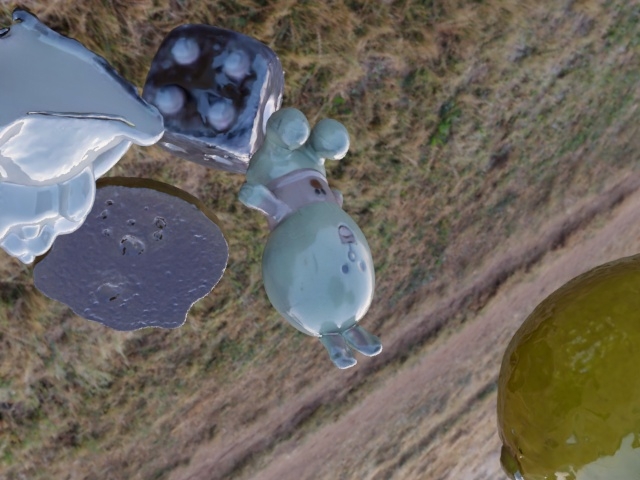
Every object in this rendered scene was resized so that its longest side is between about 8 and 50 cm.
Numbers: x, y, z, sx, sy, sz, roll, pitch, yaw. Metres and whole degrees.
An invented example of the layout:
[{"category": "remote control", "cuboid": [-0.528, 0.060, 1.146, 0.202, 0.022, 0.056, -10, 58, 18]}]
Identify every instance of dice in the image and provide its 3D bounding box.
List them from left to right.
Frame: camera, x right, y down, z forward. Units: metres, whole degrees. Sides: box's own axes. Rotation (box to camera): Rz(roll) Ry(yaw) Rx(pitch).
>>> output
[{"category": "dice", "cuboid": [-0.163, -0.215, 1.046, 0.181, 0.183, 0.182, 72, 34, -79]}]

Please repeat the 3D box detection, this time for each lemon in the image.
[{"category": "lemon", "cuboid": [0.276, 0.123, 0.541, 0.263, 0.236, 0.236, -1, 139, 4]}]

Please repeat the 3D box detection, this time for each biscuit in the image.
[{"category": "biscuit", "cuboid": [-0.288, 0.025, 1.052, 0.273, 0.049, 0.257, 26, 106, -26]}]

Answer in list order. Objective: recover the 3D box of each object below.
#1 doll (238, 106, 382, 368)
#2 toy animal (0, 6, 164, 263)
[{"category": "doll", "cuboid": [-0.010, -0.001, 0.727, 0.155, 0.113, 0.275, -8, 85, -49]}, {"category": "toy animal", "cuboid": [-0.329, -0.104, 0.716, 0.289, 0.174, 0.249, -35, 157, 20]}]
